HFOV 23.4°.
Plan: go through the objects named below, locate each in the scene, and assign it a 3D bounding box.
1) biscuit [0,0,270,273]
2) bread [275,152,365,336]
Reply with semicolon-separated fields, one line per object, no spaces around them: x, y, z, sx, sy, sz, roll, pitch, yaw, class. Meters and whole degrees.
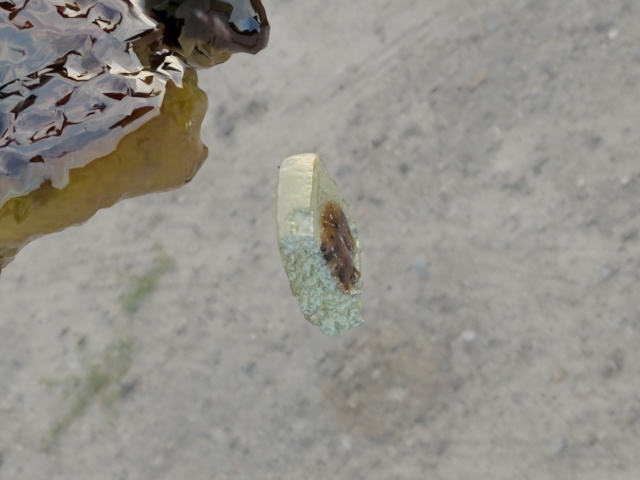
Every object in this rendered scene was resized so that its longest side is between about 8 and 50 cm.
-0.171;-0.114;0.622;0.289;0.081;0.334;-15;56;-18;biscuit
0.000;0.000;0.808;0.035;0.083;0.070;-13;44;15;bread
